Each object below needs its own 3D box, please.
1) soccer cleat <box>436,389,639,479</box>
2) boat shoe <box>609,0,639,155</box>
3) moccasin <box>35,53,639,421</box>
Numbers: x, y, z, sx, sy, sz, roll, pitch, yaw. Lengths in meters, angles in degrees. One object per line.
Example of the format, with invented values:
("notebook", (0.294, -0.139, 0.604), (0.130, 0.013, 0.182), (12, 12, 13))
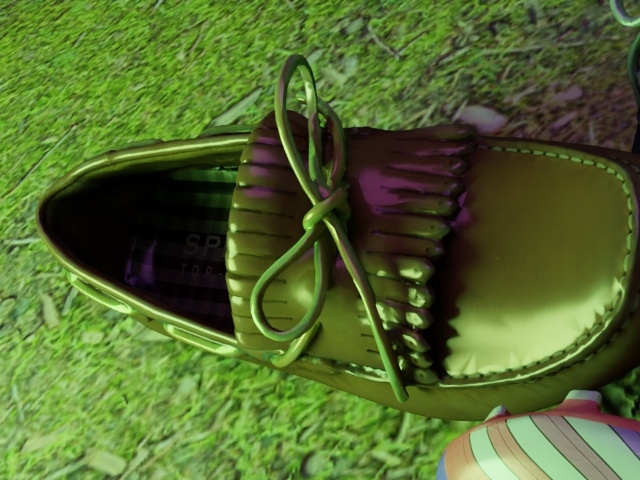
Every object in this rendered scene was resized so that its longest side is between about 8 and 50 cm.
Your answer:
("soccer cleat", (0.135, 0.116, 0.530), (0.248, 0.083, 0.095), (2, 54, 39))
("boat shoe", (0.197, -0.088, 0.696), (0.113, 0.105, 0.306), (-2, 47, 40))
("moccasin", (0.001, -0.003, 0.700), (0.380, 0.147, 0.139), (11, 84, 48))
